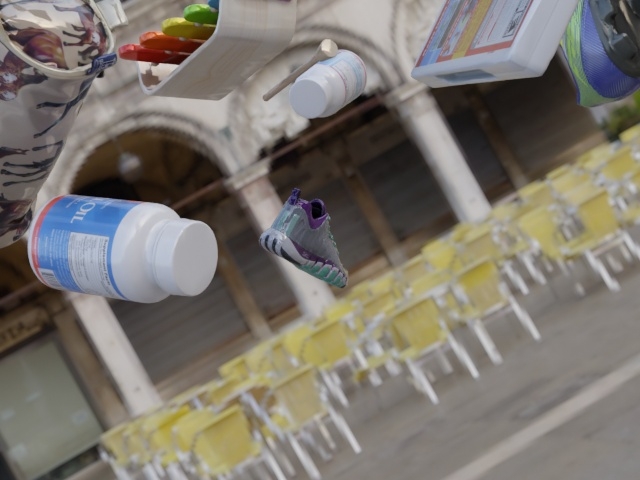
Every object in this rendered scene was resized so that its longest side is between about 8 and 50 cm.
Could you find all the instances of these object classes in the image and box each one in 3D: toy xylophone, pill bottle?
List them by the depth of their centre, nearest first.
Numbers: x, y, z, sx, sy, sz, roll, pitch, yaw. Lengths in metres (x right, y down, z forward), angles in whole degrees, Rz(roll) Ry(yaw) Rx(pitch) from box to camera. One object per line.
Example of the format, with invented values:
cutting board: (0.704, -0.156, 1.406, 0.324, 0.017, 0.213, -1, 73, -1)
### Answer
pill bottle: (-0.240, 0.011, 1.599, 0.221, 0.124, 0.124, 6, 20, 31)
toy xylophone: (-0.128, -0.274, 1.857, 0.236, 0.081, 0.322, 4, -17, -39)
pill bottle: (0.011, -0.250, 2.106, 0.087, 0.087, 0.160, -29, 7, 31)

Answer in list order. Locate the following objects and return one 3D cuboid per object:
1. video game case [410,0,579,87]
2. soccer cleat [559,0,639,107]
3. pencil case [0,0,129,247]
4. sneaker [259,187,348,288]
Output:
video game case: (0.136, -0.196, 0.829, 0.204, 0.025, 0.285, -65, 9, 2)
soccer cleat: (0.235, -0.264, 1.257, 0.093, 0.289, 0.121, -9, -19, -31)
pencil case: (-0.395, -0.156, 1.689, 0.183, 0.160, 0.410, -1, -33, -33)
sneaker: (0.000, 0.000, 1.825, 0.098, 0.083, 0.223, -63, -26, -3)
